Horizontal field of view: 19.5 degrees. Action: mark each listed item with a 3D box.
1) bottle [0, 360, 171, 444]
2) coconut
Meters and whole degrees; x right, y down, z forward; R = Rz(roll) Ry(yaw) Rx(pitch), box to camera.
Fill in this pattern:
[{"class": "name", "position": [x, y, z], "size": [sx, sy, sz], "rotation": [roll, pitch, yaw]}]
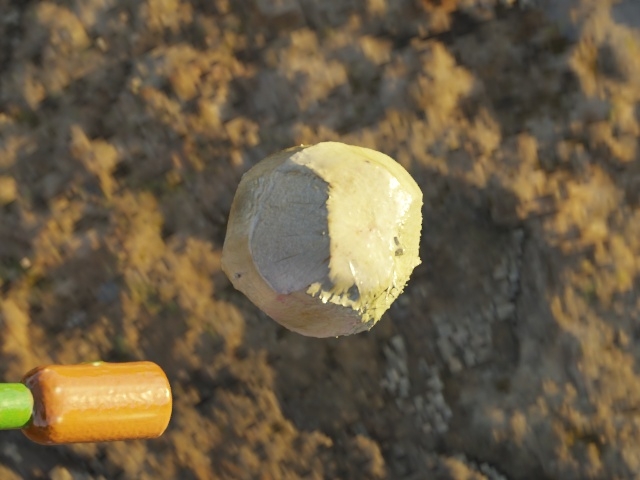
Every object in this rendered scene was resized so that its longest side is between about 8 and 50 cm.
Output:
[{"class": "bottle", "position": [-0.215, 0.133, 1.516], "size": [0.187, 0.069, 0.069], "rotation": [1, 45, -37]}, {"class": "coconut", "position": [0.000, -0.003, 1.714], "size": [0.194, 0.194, 0.194], "rotation": [-7, 57, 11]}]
